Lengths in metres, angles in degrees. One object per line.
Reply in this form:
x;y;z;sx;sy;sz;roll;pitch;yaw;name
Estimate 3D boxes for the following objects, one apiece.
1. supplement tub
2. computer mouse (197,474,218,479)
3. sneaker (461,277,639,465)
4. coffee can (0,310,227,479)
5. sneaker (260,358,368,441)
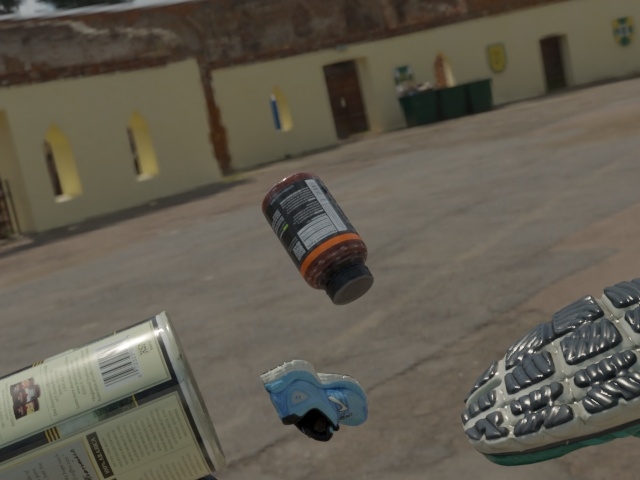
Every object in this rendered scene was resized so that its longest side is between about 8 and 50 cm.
0.000;0.000;1.403;0.106;0.197;0.106;-26;-27;-14;supplement tub
-0.290;0.446;1.590;0.272;0.188;0.072;-13;2;1;computer mouse
0.211;0.080;0.504;0.275;0.110;0.107;-17;23;19;sneaker
-0.272;0.224;1.094;0.276;0.201;0.201;-21;9;-8;coffee can
-0.003;0.177;0.974;0.063;0.073;0.162;-29;-32;25;sneaker
